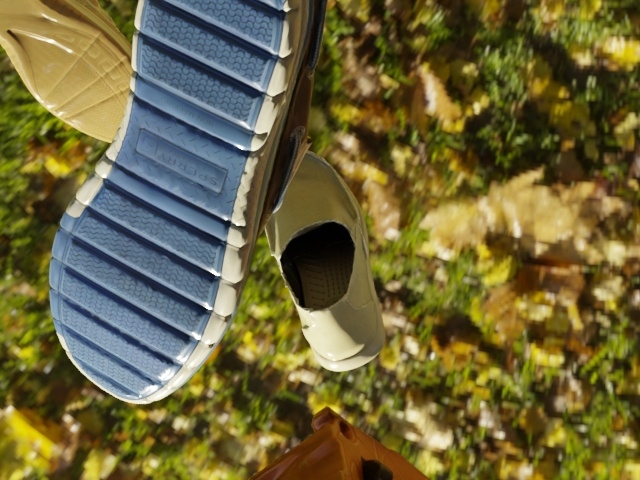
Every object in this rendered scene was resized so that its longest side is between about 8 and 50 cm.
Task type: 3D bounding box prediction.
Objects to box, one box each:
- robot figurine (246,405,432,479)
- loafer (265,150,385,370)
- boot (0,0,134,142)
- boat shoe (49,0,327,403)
[{"bbox_3d":[0.042,0.181,0.452,0.211,0.085,0.291,-36,122,21],"label":"robot figurine"},{"bbox_3d":[0.000,0.000,1.401,0.102,0.268,0.092,-21,143,0],"label":"loafer"},{"bbox_3d":[-0.221,-0.220,1.192,0.095,0.203,0.262,-34,121,27],"label":"boot"},{"bbox_3d":[-0.035,-0.024,0.465,0.066,0.066,0.183,32,124,10],"label":"boat shoe"}]
